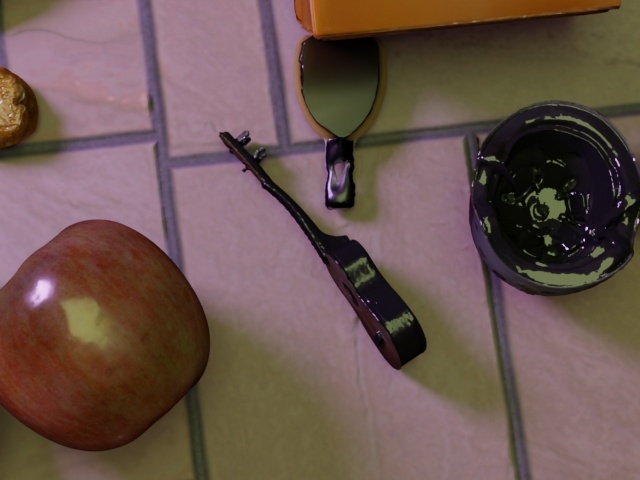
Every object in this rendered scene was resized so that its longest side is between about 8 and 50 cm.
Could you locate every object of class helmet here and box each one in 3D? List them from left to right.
[{"bbox_3d":[0.203,-0.023,1.364,0.153,0.107,0.177,15,60,2],"label":"helmet"}]

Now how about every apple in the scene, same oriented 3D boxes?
[{"bbox_3d":[-0.188,0.083,1.274,0.188,0.188,0.174,-44,91,-10],"label":"apple"}]

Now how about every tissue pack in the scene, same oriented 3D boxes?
[{"bbox_3d":[0.112,-0.287,1.359,0.274,0.145,0.195,-6,99,-7],"label":"tissue pack"}]

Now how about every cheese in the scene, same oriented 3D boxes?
[{"bbox_3d":[0.019,-0.109,1.398,0.086,0.036,0.163,1,80,-7],"label":"cheese"}]

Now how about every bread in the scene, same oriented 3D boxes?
[{"bbox_3d":[-0.298,-0.118,1.373,0.083,0.046,0.081,-43,91,-12],"label":"bread"}]

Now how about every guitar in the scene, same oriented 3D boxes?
[{"bbox_3d":[0.001,-0.002,1.366,0.038,0.084,0.271,-35,78,-13],"label":"guitar"}]
